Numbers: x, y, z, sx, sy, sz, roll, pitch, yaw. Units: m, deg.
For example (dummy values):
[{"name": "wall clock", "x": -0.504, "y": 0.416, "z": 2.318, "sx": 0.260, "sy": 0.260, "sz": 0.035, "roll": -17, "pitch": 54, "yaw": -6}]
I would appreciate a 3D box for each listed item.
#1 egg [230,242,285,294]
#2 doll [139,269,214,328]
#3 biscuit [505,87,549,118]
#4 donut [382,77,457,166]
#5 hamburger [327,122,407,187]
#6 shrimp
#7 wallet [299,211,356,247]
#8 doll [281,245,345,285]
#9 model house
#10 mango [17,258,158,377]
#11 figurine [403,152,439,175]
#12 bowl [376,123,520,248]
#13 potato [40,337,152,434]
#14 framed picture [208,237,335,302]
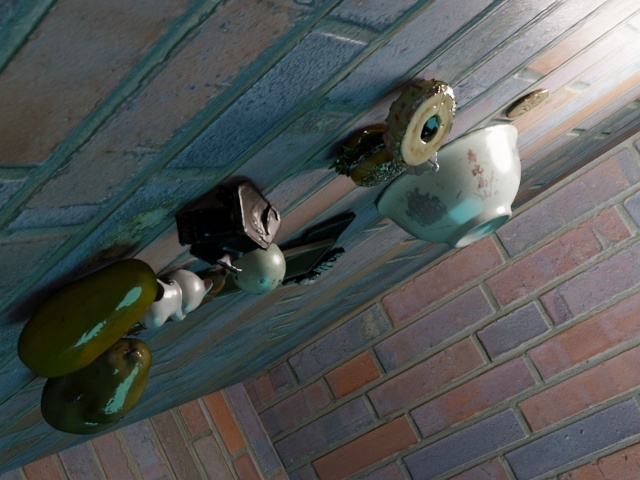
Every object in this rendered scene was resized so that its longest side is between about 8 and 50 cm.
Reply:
[{"name": "egg", "x": -0.148, "y": 0.060, "z": 1.817, "sx": 0.131, "sy": 0.131, "sz": 0.164, "roll": -26, "pitch": -169, "yaw": -13}, {"name": "doll", "x": -0.336, "y": 0.125, "z": 1.702, "sx": 0.180, "sy": 0.110, "sz": 0.107, "roll": -13, "pitch": 122, "yaw": -46}, {"name": "biscuit", "x": 0.506, "y": -0.334, "z": 1.899, "sx": 0.120, "sy": 0.015, "sz": 0.120, "roll": -26, "pitch": 168, "yaw": -6}, {"name": "donut", "x": 0.178, "y": -0.217, "z": 1.422, "sx": 0.174, "sy": 0.068, "sz": 0.175, "roll": -33, "pitch": 142, "yaw": -30}, {"name": "hamburger", "x": 0.108, "y": -0.163, "z": 1.533, "sx": 0.189, "sy": 0.093, "sz": 0.164, "roll": -19, "pitch": 166, "yaw": -30}, {"name": "shrimp", "x": -0.356, "y": 0.151, "z": 1.869, "sx": 0.287, "sy": 0.063, "sz": 0.152, "roll": -26, "pitch": 166, "yaw": -24}, {"name": "wallet", "x": 0.000, "y": 0.001, "z": 2.124, "sx": 0.146, "sy": 0.030, "sz": 0.285, "roll": -27, "pitch": 169, "yaw": -19}, {"name": "doll", "x": -0.018, "y": 0.085, "z": 2.339, "sx": 0.219, "sy": 0.067, "sz": 0.091, "roll": -33, "pitch": 171, "yaw": 28}, {"name": "model house", "x": -0.182, "y": -0.027, "z": 1.457, "sx": 0.164, "sy": 0.141, "sz": 0.203, "roll": -9, "pitch": 152, "yaw": 17}, {"name": "mango", "x": -0.437, "y": 0.146, "z": 1.486, "sx": 0.331, "sy": 0.142, "sz": 0.195, "roll": -33, "pitch": 172, "yaw": 10}, {"name": "figurine", "x": 0.210, "y": -0.178, "z": 1.713, "sx": 0.094, "sy": 0.086, "sz": 0.082, "roll": -30, "pitch": 170, "yaw": 7}, {"name": "bowl", "x": 0.383, "y": -0.104, "z": 2.078, "sx": 0.434, "sy": 0.196, "sz": 0.435, "roll": -25, "pitch": 164, "yaw": -8}, {"name": "potato", "x": -0.557, "y": 0.357, "z": 1.958, "sx": 0.218, "sy": 0.202, "sz": 0.351, "roll": 29, "pitch": 125, "yaw": -29}, {"name": "framed picture", "x": -0.137, "y": 0.080, "z": 2.088, "sx": 0.324, "sy": 0.020, "sz": 0.240, "roll": -16, "pitch": 164, "yaw": -25}]
